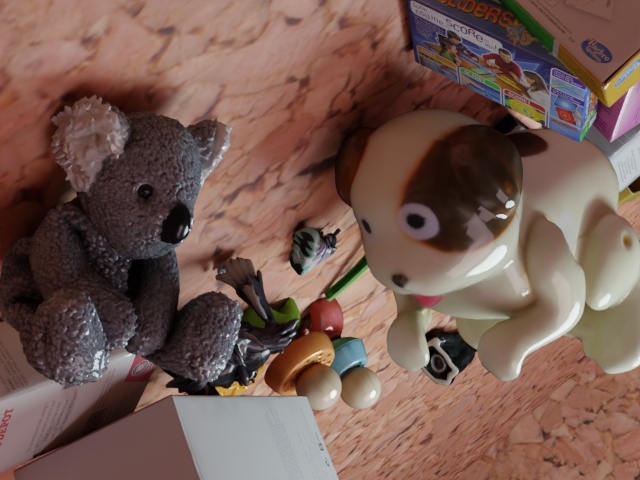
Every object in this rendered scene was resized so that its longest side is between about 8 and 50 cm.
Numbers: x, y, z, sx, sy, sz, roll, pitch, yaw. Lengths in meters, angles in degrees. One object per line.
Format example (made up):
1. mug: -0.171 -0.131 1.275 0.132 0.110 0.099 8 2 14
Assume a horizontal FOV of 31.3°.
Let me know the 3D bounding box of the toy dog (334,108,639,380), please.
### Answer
1. toy dog: 0.205 -0.023 1.334 0.408 0.285 0.395 13 94 -50

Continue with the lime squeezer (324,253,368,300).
1. lime squeezer: 0.076 -0.009 1.491 0.110 0.059 0.310 -30 156 -23

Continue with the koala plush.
1. koala plush: -0.172 -0.015 0.992 0.196 0.203 0.221 3 113 -42

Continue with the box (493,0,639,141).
1. box: 0.333 -0.264 1.205 0.243 0.213 0.117 -34 157 -14

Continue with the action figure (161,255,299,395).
1. action figure: -0.121 0.113 1.313 0.164 0.141 0.275 -31 172 -14

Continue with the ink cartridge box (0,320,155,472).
1. ink cartridge box: -0.287 0.148 1.177 0.218 0.092 0.158 -21 152 -41

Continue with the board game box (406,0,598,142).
1. board game box: 0.182 -0.183 1.142 0.035 0.201 0.136 -56 161 -13

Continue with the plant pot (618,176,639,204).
1. plant pot: 0.509 -0.098 1.969 0.081 0.081 0.083 -18 162 -41

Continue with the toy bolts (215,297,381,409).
1. toy bolts: -0.026 0.192 1.572 0.228 0.158 0.218 -6 140 -53

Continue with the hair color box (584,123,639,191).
1. hair color box: 0.537 -0.254 1.672 0.374 0.113 0.185 -41 158 6

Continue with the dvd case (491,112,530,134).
1. dvd case: 0.245 -0.088 1.639 0.179 0.029 0.239 -45 156 14

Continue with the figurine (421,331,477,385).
1. figurine: 0.299 0.148 2.109 0.209 0.092 0.215 -22 152 -53

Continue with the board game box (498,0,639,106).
1. board game box: 0.293 -0.313 1.018 0.316 0.242 0.064 -42 159 7

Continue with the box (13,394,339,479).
1. box: -0.142 0.293 1.302 0.215 0.168 0.345 -27 163 17

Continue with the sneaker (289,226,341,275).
1. sneaker: 0.000 0.000 1.420 0.069 0.038 0.098 -31 165 -25
